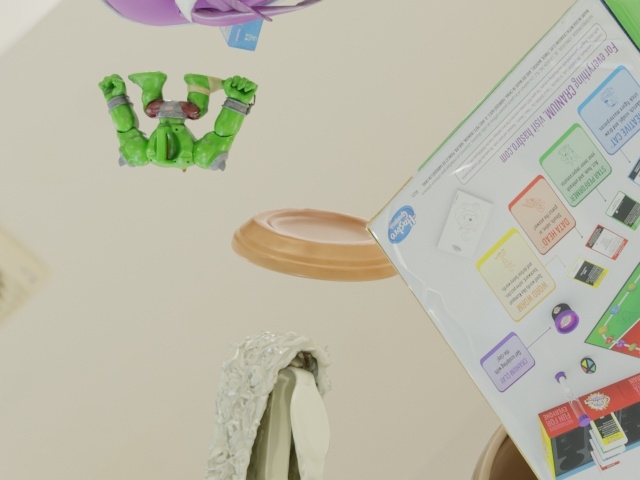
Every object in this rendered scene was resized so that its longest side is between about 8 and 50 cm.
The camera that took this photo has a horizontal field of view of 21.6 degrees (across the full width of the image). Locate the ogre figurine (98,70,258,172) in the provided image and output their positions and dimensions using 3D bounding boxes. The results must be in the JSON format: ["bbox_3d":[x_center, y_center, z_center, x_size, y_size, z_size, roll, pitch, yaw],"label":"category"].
[{"bbox_3d":[-0.179,-0.144,2.039,0.097,0.197,0.118,116,159,-83],"label":"ogre figurine"}]

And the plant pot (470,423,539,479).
[{"bbox_3d":[0.213,0.235,1.274,0.237,0.237,0.110,-23,-22,-31],"label":"plant pot"}]

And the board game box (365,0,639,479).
[{"bbox_3d":[0.192,0.044,0.974,0.064,0.317,0.242,-17,-22,-45],"label":"board game box"}]

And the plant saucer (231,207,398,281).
[{"bbox_3d":[0.000,0.000,1.885,0.200,0.200,0.037,-9,-68,-44],"label":"plant saucer"}]

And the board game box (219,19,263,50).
[{"bbox_3d":[-0.079,-0.348,1.972,0.039,0.160,0.212,9,-68,-17],"label":"board game box"}]

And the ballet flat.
[{"bbox_3d":[-0.056,0.280,1.732,0.147,0.409,0.147,3,-20,1],"label":"ballet flat"}]

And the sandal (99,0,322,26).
[{"bbox_3d":[-0.041,-0.233,1.342,0.169,0.416,0.102,39,-128,-39],"label":"sandal"}]
